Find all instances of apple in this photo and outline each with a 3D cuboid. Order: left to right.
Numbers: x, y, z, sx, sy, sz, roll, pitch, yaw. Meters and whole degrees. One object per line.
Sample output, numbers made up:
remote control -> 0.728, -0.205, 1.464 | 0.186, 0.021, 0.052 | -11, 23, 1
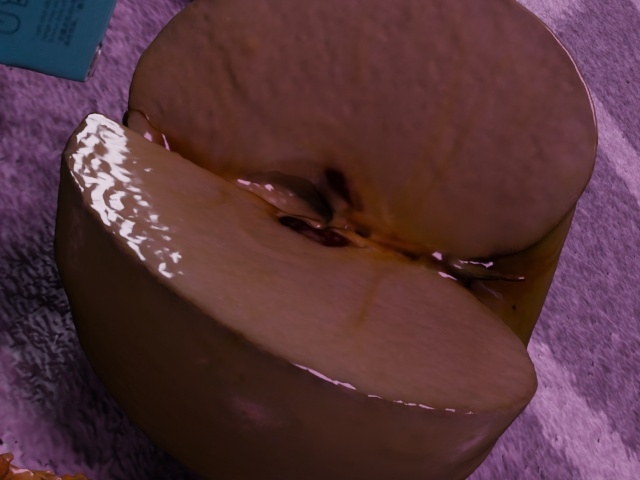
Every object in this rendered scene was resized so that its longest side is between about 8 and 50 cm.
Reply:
apple -> 0.001, 0.006, 0.632 | 0.258, 0.233, 0.295 | 17, 57, 8

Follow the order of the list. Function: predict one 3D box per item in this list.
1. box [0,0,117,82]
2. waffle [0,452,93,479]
box -> -0.228, -0.213, 0.519 | 0.311, 0.205, 0.118 | 8, 23, -39
waffle -> -0.234, 0.041, 0.471 | 0.260, 0.069, 0.293 | -2, 65, -48
